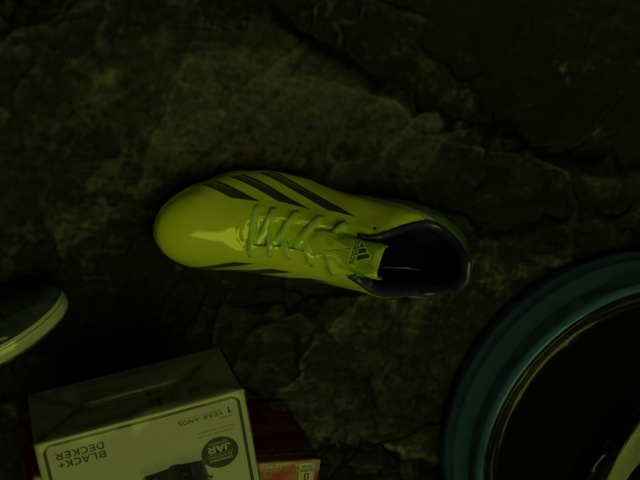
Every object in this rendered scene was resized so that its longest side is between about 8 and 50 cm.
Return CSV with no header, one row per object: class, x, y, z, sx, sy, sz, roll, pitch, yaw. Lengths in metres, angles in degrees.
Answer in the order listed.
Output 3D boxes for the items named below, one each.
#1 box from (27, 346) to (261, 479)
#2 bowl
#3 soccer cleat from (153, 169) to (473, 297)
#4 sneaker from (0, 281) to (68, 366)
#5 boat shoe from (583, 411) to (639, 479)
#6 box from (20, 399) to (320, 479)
box,-0.128,0.250,0.985,0.169,0.087,0.290,-15,112,-13
bowl,0.319,0.202,1.260,0.391,0.077,0.391,-6,111,-16
soccer cleat,0.001,-0.001,1.053,0.289,0.121,0.093,5,108,-20
sneaker,-0.333,0.036,0.977,0.226,0.086,0.163,-18,117,-10
boat shoe,0.293,0.221,1.195,0.046,0.038,0.125,9,109,-41
box,-0.141,0.232,1.093,0.257,0.122,0.128,0,110,-19
